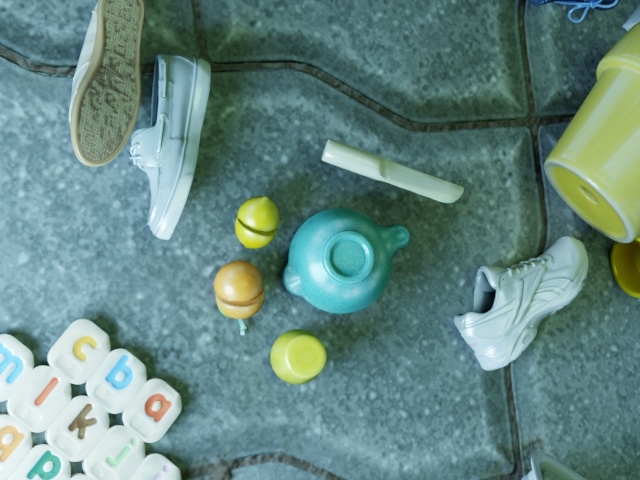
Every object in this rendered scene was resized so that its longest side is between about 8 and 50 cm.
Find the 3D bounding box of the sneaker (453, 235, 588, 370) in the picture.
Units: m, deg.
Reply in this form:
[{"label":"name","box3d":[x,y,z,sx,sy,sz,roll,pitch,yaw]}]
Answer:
[{"label":"sneaker","box3d":[0.272,0.062,1.565,0.115,0.090,0.232,48,68,-11]}]

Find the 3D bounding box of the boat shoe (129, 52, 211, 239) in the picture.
[{"label":"boat shoe","box3d":[-0.188,-0.115,1.366,0.081,0.079,0.227,12,76,-15]}]

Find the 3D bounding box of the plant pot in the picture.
[{"label":"plant pot","box3d":[0.448,-0.136,1.589,0.239,0.254,0.254,-44,105,-6]}]

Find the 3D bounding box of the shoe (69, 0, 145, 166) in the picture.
[{"label":"shoe","box3d":[-0.248,-0.191,1.348,0.076,0.058,0.219,13,82,-23]}]

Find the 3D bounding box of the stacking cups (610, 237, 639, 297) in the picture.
[{"label":"stacking cups","box3d":[0.579,-0.001,1.720,0.316,0.096,0.096,-16,94,-29]}]

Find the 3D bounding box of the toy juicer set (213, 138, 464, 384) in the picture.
[{"label":"toy juicer set","box3d":[0.000,0.000,1.444,0.209,0.089,0.329,40,79,-5]}]

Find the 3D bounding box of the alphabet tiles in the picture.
[{"label":"alphabet tiles","box3d":[-0.300,0.242,1.311,0.284,0.021,0.278,43,70,-17]}]

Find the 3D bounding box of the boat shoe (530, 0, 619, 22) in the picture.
[{"label":"boat shoe","box3d":[0.410,-0.373,1.652,0.258,0.109,0.089,-23,100,-23]}]

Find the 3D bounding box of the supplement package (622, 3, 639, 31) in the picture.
[{"label":"supplement package","box3d":[0.602,-0.313,1.685,0.194,0.203,0.149,46,69,-17]}]

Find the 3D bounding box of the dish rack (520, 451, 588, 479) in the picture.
[{"label":"dish rack","box3d":[0.397,0.454,1.532,0.333,0.285,0.072,35,115,-20]}]
